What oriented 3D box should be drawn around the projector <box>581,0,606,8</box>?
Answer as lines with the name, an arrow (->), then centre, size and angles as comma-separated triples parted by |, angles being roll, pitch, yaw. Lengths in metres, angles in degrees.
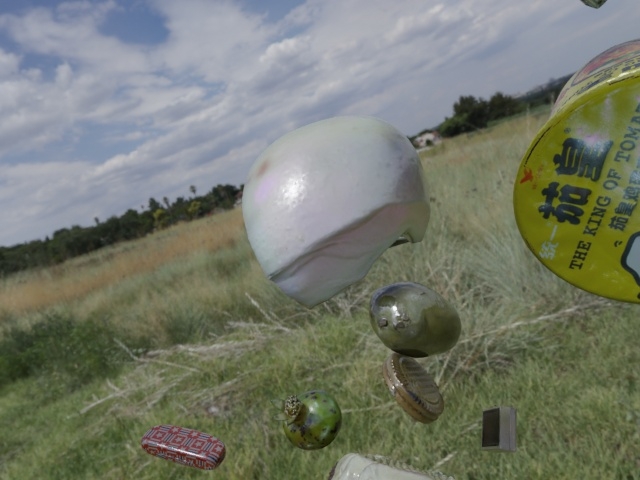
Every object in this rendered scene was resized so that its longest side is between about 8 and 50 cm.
projector -> 0.352, -0.383, 0.620 | 0.147, 0.115, 0.061 | -52, 11, 29

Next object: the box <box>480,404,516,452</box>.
box -> 0.339, 0.357, 0.965 | 0.035, 0.083, 0.079 | 12, -26, -4

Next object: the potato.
potato -> 0.280, 0.237, 1.547 | 0.326, 0.221, 0.243 | 20, 19, -37

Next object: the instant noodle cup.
instant noodle cup -> 0.437, -0.113, 0.676 | 0.325, 0.325, 0.254 | -16, 25, 34

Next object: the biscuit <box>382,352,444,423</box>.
biscuit -> 0.297, 0.467, 1.623 | 0.079, 0.259, 0.259 | -44, -2, 20

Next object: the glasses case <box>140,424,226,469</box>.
glasses case -> -0.298, 0.454, 1.114 | 0.194, 0.049, 0.073 | 7, 22, 18

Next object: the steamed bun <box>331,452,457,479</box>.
steamed bun -> 0.183, 0.645, 1.177 | 0.352, 0.247, 0.339 | 11, -17, 5

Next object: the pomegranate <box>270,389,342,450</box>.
pomegranate -> -0.033, 0.455, 1.280 | 0.156, 0.156, 0.220 | -18, -20, 20

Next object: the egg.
egg -> 0.037, -0.067, 0.620 | 0.162, 0.206, 0.271 | -36, -7, 33

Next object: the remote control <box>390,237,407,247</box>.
remote control -> 0.042, 0.012, 0.978 | 0.109, 0.055, 0.313 | -5, -10, -44

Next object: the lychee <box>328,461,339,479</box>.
lychee -> 0.116, 0.726, 1.486 | 0.188, 0.188, 0.188 | -20, 7, 2
